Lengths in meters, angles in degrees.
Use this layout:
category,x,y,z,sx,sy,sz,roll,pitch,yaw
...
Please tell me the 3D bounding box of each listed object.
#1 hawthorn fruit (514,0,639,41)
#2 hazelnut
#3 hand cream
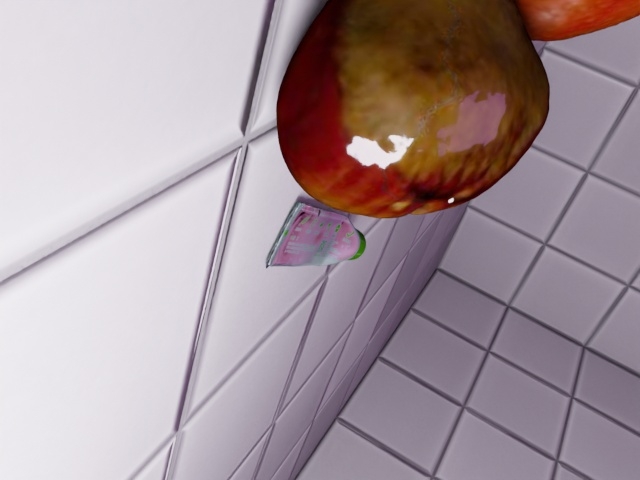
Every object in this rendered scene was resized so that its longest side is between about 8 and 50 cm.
category,x,y,z,sx,sy,sz,roll,pitch,yaw
hawthorn fruit,0.227,-0.317,0.560,0.311,0.295,0.295,-77,-171,-70
hazelnut,0.064,-0.121,0.561,0.229,0.229,0.229,-56,165,-23
hand cream,0.001,0.001,0.871,0.275,0.050,0.079,9,84,-70
